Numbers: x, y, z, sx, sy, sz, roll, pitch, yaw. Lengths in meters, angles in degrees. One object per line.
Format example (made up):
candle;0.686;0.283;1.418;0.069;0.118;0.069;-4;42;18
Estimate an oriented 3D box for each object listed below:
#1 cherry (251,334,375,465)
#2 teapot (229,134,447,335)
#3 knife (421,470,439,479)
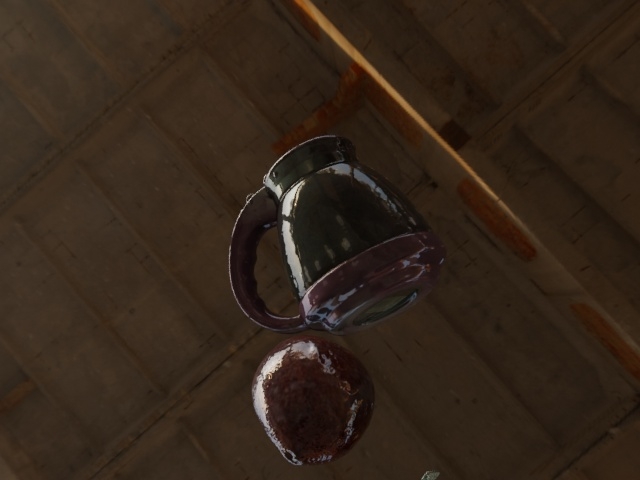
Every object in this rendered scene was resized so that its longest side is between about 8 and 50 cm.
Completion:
cherry;-0.013;0.294;1.079;0.230;0.300;0.203;34;-70;-9
teapot;0.008;-0.001;0.456;0.148;0.116;0.145;-44;-117;36
knife;0.155;0.392;0.917;0.027;0.010;0.096;9;-60;-27
